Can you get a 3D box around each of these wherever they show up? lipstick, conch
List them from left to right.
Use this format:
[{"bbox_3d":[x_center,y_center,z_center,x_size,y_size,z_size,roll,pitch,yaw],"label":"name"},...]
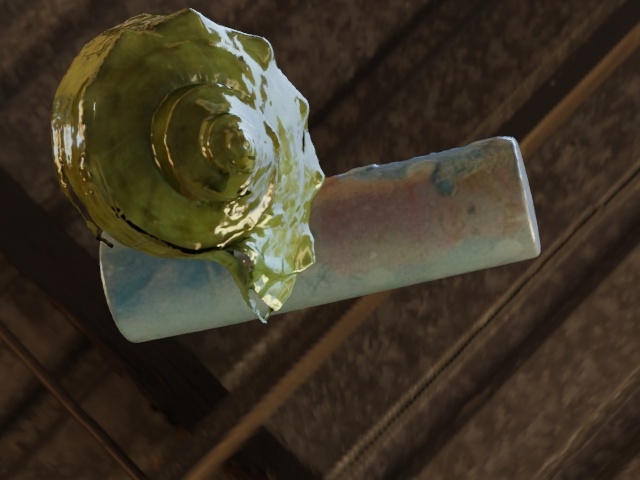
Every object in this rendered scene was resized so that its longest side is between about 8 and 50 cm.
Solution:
[{"bbox_3d":[-0.037,-0.018,0.443,0.074,0.121,0.089,-31,-80,-20],"label":"conch"},{"bbox_3d":[0.000,0.000,0.597,0.157,0.048,0.048,-12,-104,10],"label":"lipstick"}]
